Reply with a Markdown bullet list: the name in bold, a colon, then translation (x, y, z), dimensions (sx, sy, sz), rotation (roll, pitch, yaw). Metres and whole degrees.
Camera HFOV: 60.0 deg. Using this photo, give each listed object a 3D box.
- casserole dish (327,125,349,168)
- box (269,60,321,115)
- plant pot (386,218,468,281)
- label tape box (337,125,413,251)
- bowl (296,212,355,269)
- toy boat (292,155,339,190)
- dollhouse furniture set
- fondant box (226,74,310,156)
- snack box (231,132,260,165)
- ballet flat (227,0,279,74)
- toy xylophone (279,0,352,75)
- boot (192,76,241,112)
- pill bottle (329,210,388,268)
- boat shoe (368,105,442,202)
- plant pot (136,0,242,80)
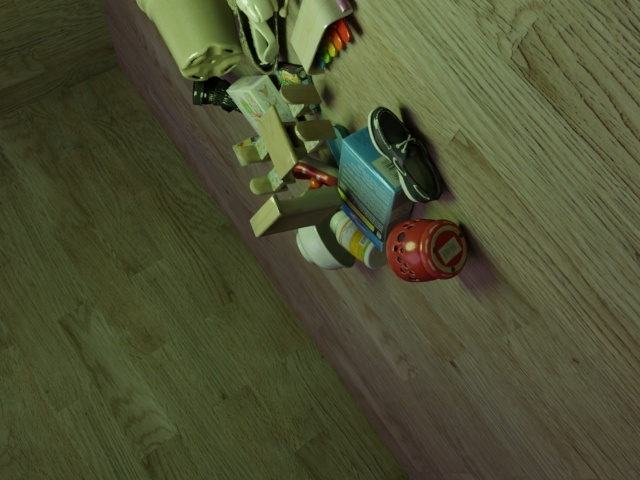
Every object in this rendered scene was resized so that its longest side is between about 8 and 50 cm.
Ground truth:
- **casserole dish**: translation (0.075, -0.314, 1.879), dimensions (0.114, 0.037, 0.189), rotation (17, 136, 61)
- **box**: translation (-0.098, -0.536, 1.942), dimensions (0.233, 0.044, 0.159), rotation (32, 148, 51)
- **plant pot**: translation (0.313, 0.025, 1.606), dimensions (0.191, 0.191, 0.174), rotation (61, 153, -9)
- **label tape box**: translation (0.173, -0.155, 1.776), dimensions (0.249, 0.115, 0.348), rotation (50, 161, 24)
- **bowl**: translation (0.000, 0.000, 2.140), dimensions (0.298, 0.134, 0.298), rotation (47, -154, -32)
- **toy boat**: translation (-0.018, -0.205, 1.988), dimensions (0.231, 0.151, 0.151), rotation (27, -178, 24)
- **dollhouse furniture set**: translation (-0.136, -0.238, 1.795), dimensions (0.362, 0.256, 0.394), rotation (-39, 70, 50)
- **fondant box**: translation (-0.185, -0.456, 2.083), dimensions (0.330, 0.096, 0.238), rotation (52, 166, -30)
- **snack box**: translation (-0.313, -0.409, 2.489), dimensions (0.037, 0.141, 0.100), rotation (20, 138, 58)
- **ballet flat**: translation (-0.186, -0.688, 1.700), dimensions (0.483, 0.164, 0.182), rotation (84, 162, -69)
- **toy xylophone**: translation (-0.020, -0.620, 1.578), dimensions (0.236, 0.081, 0.322), rotation (66, 161, 0)
- **boot**: translation (-0.392, -0.616, 2.286), dimensions (0.348, 0.260, 0.131), rotation (-108, 27, -53)
- **pill bottle**: translation (0.144, -0.012, 2.011), dimensions (0.245, 0.136, 0.136), rotation (39, 153, 42)
- **boat shoe**: translation (0.240, -0.237, 1.515), dimensions (0.303, 0.114, 0.091), rotation (52, 164, -19)
- **plant pot**: translation (-0.417, -0.735, 1.897), dimensions (0.306, 0.333, 0.334), rotation (68, 161, 6)
